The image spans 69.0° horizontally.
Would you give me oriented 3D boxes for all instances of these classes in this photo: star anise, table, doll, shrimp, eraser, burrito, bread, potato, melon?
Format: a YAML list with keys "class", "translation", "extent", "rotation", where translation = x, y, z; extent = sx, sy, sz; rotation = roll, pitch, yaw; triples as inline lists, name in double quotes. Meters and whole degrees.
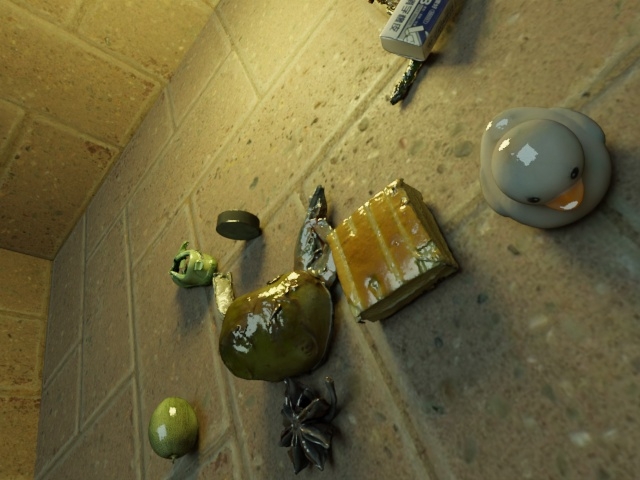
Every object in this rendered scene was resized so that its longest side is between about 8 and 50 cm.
- class: "star anise"
  translation: [-0.023, 0.395, 1.027]
  extent: [0.231, 0.089, 0.208]
  rotation: [-36, 61, 39]
- class: "table"
  translation: [-0.256, -0.046, 1.450]
  extent: [0.134, 0.134, 0.043]
  rotation: [-21, 57, 40]
- class: "doll"
  translation: [0.352, -0.132, 0.772]
  extent: [0.221, 0.221, 0.250]
  rotation: [-41, 46, 27]
- class: "shrimp"
  translation: [0.198, -0.631, 1.269]
  extent: [0.118, 0.066, 0.262]
  rotation: [-21, 52, -7]
- class: "eraser"
  translation: [0.250, -0.557, 1.147]
  extent: [0.125, 0.068, 0.210]
  rotation: [28, 85, 28]
- class: "burrito"
  translation: [-0.292, 0.187, 1.438]
  extent: [0.058, 0.063, 0.229]
  rotation: [-22, 50, 6]
- class: "shrimp"
  translation: [0.000, 0.000, 1.211]
  extent: [0.164, 0.062, 0.316]
  rotation: [-4, 74, 42]
- class: "bread"
  translation: [0.146, 0.026, 0.997]
  extent: [0.239, 0.111, 0.245]
  rotation: [-40, 47, 29]
- class: "potato"
  translation: [-0.122, 0.212, 1.116]
  extent: [0.299, 0.196, 0.246]
  rotation: [-48, 54, 27]
- class: "melon"
  translation: [-0.427, 0.551, 1.354]
  extent: [0.139, 0.139, 0.192]
  rotation: [-44, 41, 25]

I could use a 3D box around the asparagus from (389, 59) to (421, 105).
- class: "asparagus"
  translation: [0.223, -0.414, 1.181]
  extent: [0.036, 0.030, 0.165]
  rotation: [32, 97, 21]

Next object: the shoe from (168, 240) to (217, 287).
- class: "shoe"
  translation: [-0.457, 0.087, 1.634]
  extent: [0.262, 0.128, 0.139]
  rotation: [1, 60, 45]
